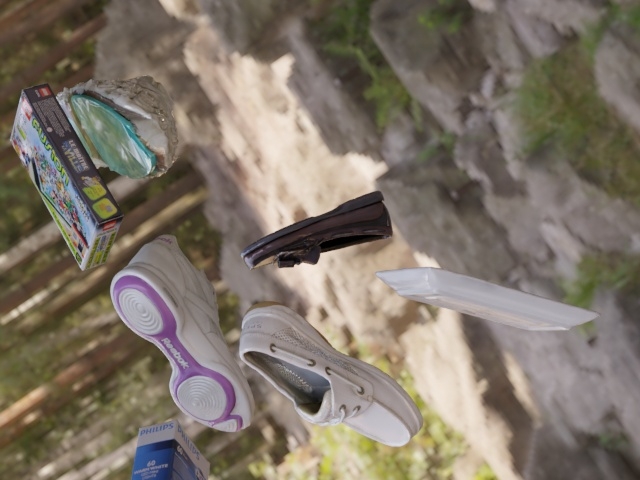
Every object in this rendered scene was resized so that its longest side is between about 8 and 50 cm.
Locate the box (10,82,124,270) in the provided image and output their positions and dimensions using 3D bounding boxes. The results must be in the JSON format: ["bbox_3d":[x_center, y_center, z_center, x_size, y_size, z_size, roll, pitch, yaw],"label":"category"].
[{"bbox_3d":[-0.314,-0.078,1.717,0.207,0.036,0.114,58,148,19],"label":"box"}]

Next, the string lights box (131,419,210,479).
[{"bbox_3d":[-0.249,0.436,2.277,0.259,0.077,0.133,-87,-25,-47],"label":"string lights box"}]

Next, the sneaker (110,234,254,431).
[{"bbox_3d":[-0.162,0.127,1.912,0.305,0.114,0.152,63,-148,-26],"label":"sneaker"}]

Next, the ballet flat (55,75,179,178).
[{"bbox_3d":[-0.276,-0.169,1.874,0.409,0.147,0.147,8,136,58],"label":"ballet flat"}]

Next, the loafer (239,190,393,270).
[{"bbox_3d":[0.000,0.000,2.629,0.095,0.302,0.109,65,162,5],"label":"loafer"}]

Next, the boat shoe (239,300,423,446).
[{"bbox_3d":[0.007,0.192,1.756,0.277,0.098,0.096,35,-138,-15],"label":"boat shoe"}]

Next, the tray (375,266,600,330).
[{"bbox_3d":[0.215,0.080,1.820,0.270,0.030,0.145,16,170,-26],"label":"tray"}]
